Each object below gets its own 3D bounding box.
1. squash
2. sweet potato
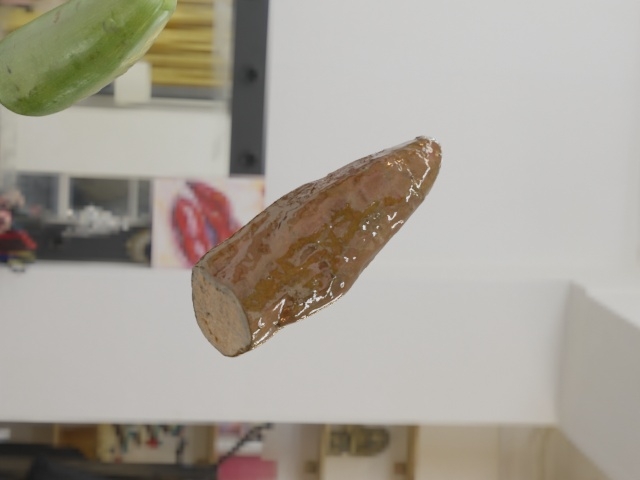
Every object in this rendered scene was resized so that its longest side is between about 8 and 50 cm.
[{"bbox_3d":[-0.282,-0.240,1.674,0.370,0.118,0.118,-18,-116,42],"label":"squash"},{"bbox_3d":[0.000,0.000,1.119,0.097,0.251,0.097,53,2,-3],"label":"sweet potato"}]
